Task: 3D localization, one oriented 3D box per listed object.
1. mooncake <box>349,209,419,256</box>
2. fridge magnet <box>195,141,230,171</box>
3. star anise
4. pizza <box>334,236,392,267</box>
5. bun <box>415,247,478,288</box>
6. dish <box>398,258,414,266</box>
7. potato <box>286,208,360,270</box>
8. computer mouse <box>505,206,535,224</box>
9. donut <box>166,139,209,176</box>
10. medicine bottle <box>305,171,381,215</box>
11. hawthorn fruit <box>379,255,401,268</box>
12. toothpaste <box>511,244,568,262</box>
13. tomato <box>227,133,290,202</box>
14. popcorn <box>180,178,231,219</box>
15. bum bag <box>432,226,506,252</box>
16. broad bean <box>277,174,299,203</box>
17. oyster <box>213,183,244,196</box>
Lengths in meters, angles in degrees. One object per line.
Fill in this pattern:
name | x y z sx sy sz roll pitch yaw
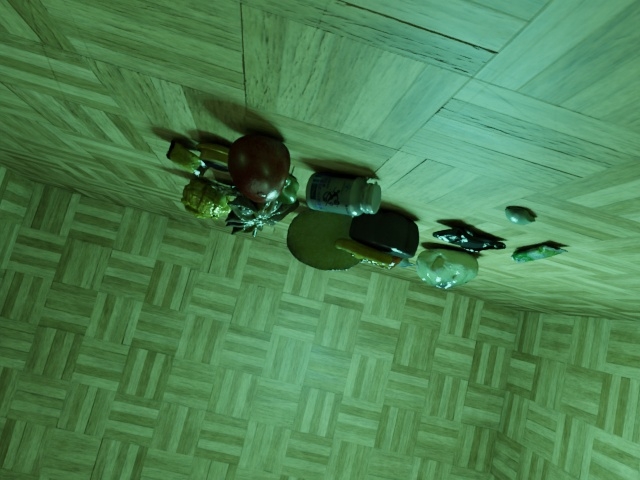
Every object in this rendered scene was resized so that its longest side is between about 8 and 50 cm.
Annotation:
mooncake | 0.221 -0.024 1.549 0.244 0.134 0.245 15 173 2
fridge magnet | -0.278 -0.231 1.243 0.143 0.063 0.143 16 175 1
star anise | -0.231 -0.107 1.618 0.292 0.109 0.349 -20 163 15
pizza | 0.148 0.042 1.546 0.271 0.056 0.134 22 170 36
bun | 0.537 0.121 1.914 0.272 0.169 0.273 6 174 1
dish | 0.336 0.058 2.105 0.227 0.086 0.236 8 170 31
potato | 0.022 -0.006 1.707 0.298 0.239 0.116 9 180 -2
computer mouse | 0.521 -0.056 1.166 0.110 0.032 0.055 21 170 -42
donut | -0.390 -0.236 1.312 0.140 0.059 0.140 32 177 2
medicine bottle | 0.063 -0.125 1.220 0.191 0.107 0.107 11 171 24
hawthorn fruit | 0.253 0.023 1.735 0.178 0.174 0.173 11 172 15
toothpaste | 0.711 0.043 1.489 0.078 0.047 0.248 13 170 -6
tomato | -0.142 -0.181 1.070 0.167 0.167 0.167 14 172 2
popcorn | -0.444 -0.151 1.753 0.194 0.140 0.163 24 -165 -30
bum bag | 0.495 -0.001 1.495 0.248 0.060 0.123 17 171 -24
broad bean | -0.151 -0.188 1.356 0.153 0.072 0.206 4 156 41
oyster | -0.323 -0.185 1.672 0.165 0.053 0.108 9 174 19
